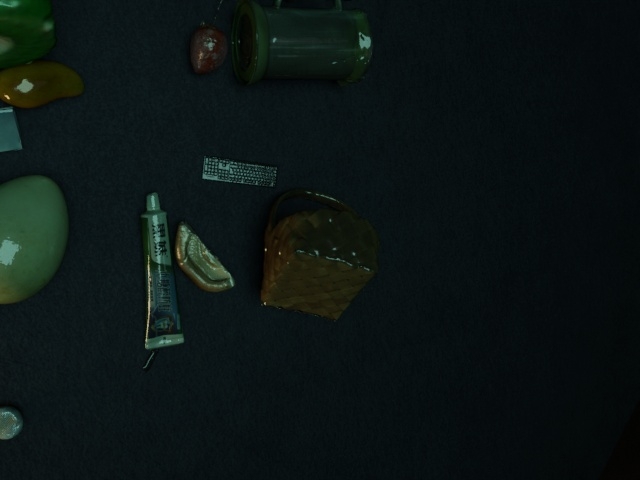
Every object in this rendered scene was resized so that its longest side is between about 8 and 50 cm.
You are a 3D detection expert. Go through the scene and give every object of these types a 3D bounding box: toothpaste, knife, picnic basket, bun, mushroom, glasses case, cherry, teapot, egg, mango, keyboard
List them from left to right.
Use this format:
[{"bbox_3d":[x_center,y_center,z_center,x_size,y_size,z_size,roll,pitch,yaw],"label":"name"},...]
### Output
[{"bbox_3d":[-0.793,-0.228,1.364,0.266,0.056,0.105,-13,126,-21],"label":"glasses case"},{"bbox_3d":[-0.732,0.420,1.475,0.083,0.045,0.083,-2,96,-20],"label":"bun"},{"bbox_3d":[-0.653,-0.007,1.359,0.218,0.218,0.295,33,68,-23],"label":"egg"},{"bbox_3d":[-0.617,-0.346,1.397,0.184,0.085,0.102,-15,98,-25],"label":"mango"},{"bbox_3d":[-0.397,0.077,1.558,0.099,0.061,0.392,-7,102,-23],"label":"toothpaste"},{"bbox_3d":[-0.408,0.253,1.607,0.023,0.010,0.170,28,84,-29],"label":"knife"},{"bbox_3d":[-0.305,0.051,1.587,0.094,0.072,0.210,-44,107,-13],"label":"mushroom"},{"bbox_3d":[-0.250,-0.500,1.505,0.090,0.107,0.225,20,102,-10],"label":"cherry"},{"bbox_3d":[-0.204,-0.175,1.632,0.198,0.010,0.063,5,93,-23],"label":"keyboard"},{"bbox_3d":[-0.031,-0.507,1.549,0.337,0.200,0.270,-6,120,-24],"label":"teapot"},{"bbox_3d":[0.000,0.000,1.625,0.293,0.337,0.337,15,92,-17],"label":"picnic basket"}]

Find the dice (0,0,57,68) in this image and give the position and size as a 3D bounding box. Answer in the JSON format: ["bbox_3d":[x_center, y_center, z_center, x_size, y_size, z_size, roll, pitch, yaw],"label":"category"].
[{"bbox_3d":[-0.677,-0.508,1.210,0.287,0.297,0.300,-12,87,-20],"label":"dice"}]
